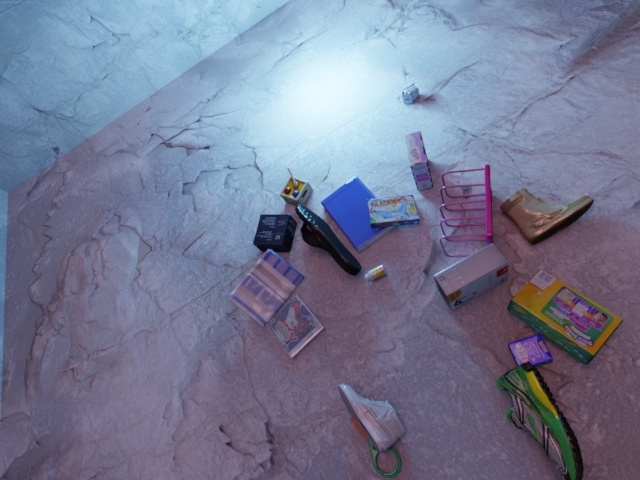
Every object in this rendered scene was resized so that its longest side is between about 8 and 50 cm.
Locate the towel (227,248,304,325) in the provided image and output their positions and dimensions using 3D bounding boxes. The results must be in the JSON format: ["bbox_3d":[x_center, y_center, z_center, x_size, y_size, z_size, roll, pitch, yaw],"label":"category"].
[{"bbox_3d":[-0.236,0.202,1.795,0.209,0.034,0.285,39,85,3],"label":"towel"}]

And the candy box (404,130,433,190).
[{"bbox_3d":[0.416,-0.331,1.746,0.070,0.196,0.165,-12,61,17],"label":"candy box"}]

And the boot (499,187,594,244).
[{"bbox_3d":[0.829,-0.130,1.531,0.262,0.095,0.203,-34,55,9],"label":"boot"}]

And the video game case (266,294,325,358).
[{"bbox_3d":[-0.106,0.355,1.724,0.183,0.023,0.201,-43,56,-2],"label":"video game case"}]

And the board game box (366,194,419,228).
[{"bbox_3d":[0.301,-0.122,1.742,0.201,0.035,0.136,-6,53,1],"label":"board game box"}]

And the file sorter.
[{"bbox_3d":[0.552,-0.100,1.568,0.182,0.202,0.291,-3,64,24],"label":"file sorter"}]

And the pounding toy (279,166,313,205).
[{"bbox_3d":[-0.121,-0.255,1.995,0.130,0.100,0.141,21,75,30],"label":"pounding toy"}]

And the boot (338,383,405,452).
[{"bbox_3d":[0.178,0.589,1.445,0.123,0.095,0.258,-27,58,-20],"label":"boot"}]

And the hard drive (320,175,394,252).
[{"bbox_3d":[0.164,-0.124,1.841,0.210,0.040,0.319,-37,56,2],"label":"hard drive"}]

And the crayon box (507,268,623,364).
[{"bbox_3d":[0.783,0.240,1.345,0.165,0.081,0.278,-40,56,-16],"label":"crayon box"}]

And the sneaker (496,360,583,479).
[{"bbox_3d":[0.660,0.554,1.249,0.146,0.134,0.343,-34,53,23],"label":"sneaker"}]

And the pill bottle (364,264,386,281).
[{"bbox_3d":[0.223,0.135,1.682,0.083,0.043,0.043,-28,57,9],"label":"pill bottle"}]

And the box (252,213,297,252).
[{"bbox_3d":[-0.210,-0.034,1.924,0.156,0.093,0.158,1,64,23],"label":"box"}]

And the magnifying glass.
[{"bbox_3d":[0.185,0.699,1.425,0.092,0.026,0.231,-42,58,-2],"label":"magnifying glass"}]

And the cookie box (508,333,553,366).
[{"bbox_3d":[0.689,0.369,1.365,0.107,0.040,0.092,-21,57,12],"label":"cookie box"}]

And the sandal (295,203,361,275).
[{"bbox_3d":[-0.001,0.000,1.785,0.107,0.167,0.446,-49,55,15],"label":"sandal"}]

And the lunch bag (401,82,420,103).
[{"bbox_3d":[0.433,-0.702,2.004,0.083,0.071,0.053,-30,61,4],"label":"lunch bag"}]

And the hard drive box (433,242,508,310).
[{"bbox_3d":[0.534,0.132,1.469,0.232,0.181,0.089,-31,57,7],"label":"hard drive box"}]
